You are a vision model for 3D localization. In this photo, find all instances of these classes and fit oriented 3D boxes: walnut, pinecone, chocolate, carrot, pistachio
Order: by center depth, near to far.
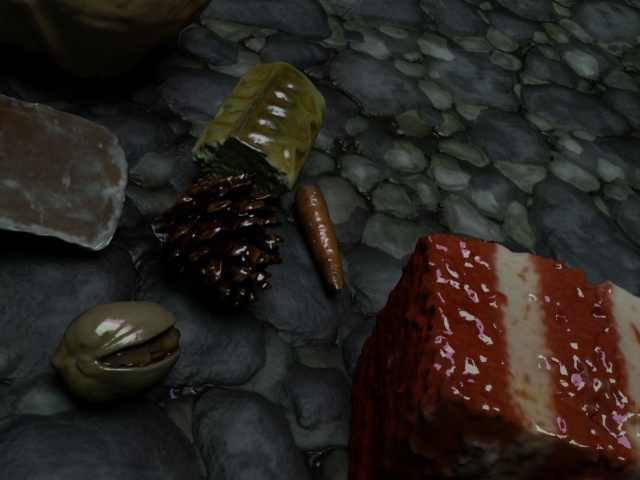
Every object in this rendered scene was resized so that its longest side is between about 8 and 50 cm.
[{"bbox_3d":[-0.219,0.120,1.015,0.149,0.113,0.113,-7,49,-50],"label":"pistachio"},{"bbox_3d":[-0.360,-0.084,1.102,0.254,0.080,0.157,17,81,-40],"label":"chocolate"},{"bbox_3d":[-0.119,0.000,1.147,0.173,0.173,0.173,13,44,-13],"label":"pinecone"},{"bbox_3d":[0.000,0.000,1.277,0.047,0.047,0.191,2,51,-23],"label":"carrot"},{"bbox_3d":[-0.324,-0.410,1.329,0.381,0.381,0.381,13,44,-13],"label":"walnut"}]

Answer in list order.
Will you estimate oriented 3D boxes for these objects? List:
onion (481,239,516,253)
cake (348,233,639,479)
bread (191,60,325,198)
[{"bbox_3d":[0.220,0.074,1.263,0.150,0.150,0.140,46,9,22],"label":"onion"},{"bbox_3d":[0.215,0.190,1.016,0.319,0.269,0.270,16,43,-9],"label":"cake"},{"bbox_3d":[-0.079,-0.165,1.340,0.152,0.130,0.268,21,41,2],"label":"bread"}]
